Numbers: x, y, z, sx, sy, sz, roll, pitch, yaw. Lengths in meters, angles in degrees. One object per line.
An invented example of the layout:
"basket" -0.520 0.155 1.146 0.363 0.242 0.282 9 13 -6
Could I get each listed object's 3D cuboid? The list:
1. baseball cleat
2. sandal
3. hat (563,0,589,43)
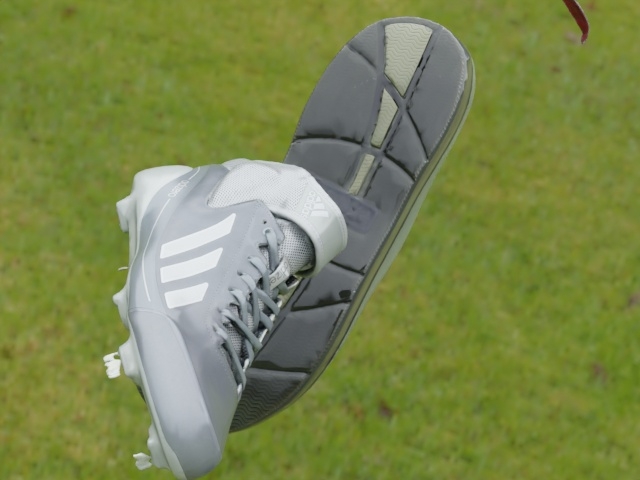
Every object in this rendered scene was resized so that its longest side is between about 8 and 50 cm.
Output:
"baseball cleat" -0.038 0.019 0.752 0.109 0.072 0.206 -14 37 1
"sandal" 0.002 0.000 1.077 0.120 0.303 0.086 37 -1 19
"hat" 0.173 -0.277 1.414 0.183 0.173 0.208 47 30 11
